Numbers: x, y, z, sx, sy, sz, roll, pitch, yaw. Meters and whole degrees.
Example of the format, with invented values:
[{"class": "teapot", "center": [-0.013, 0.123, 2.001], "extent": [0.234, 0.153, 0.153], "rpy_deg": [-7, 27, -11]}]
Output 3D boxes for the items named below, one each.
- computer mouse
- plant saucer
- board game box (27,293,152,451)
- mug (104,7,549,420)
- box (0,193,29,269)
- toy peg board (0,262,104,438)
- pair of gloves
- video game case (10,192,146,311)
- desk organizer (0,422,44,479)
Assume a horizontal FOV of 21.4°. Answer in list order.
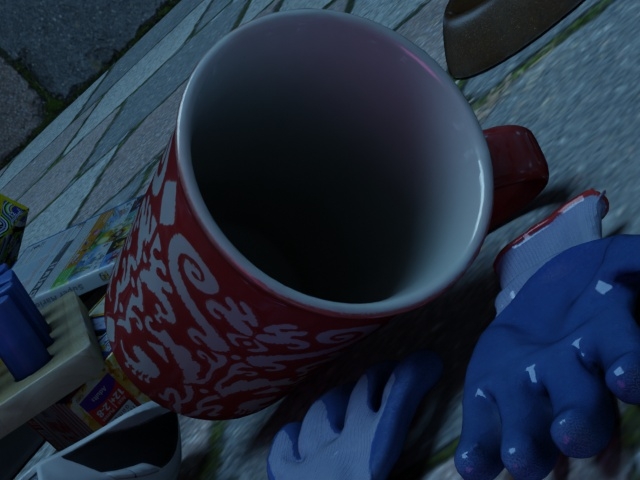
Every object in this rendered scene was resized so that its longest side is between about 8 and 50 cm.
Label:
[{"class": "computer mouse", "center": [-0.105, 0.113, 0.665], "extent": [0.106, 0.042, 0.193], "rpy_deg": [-47, -11, 28]}, {"class": "plant saucer", "center": [0.124, -0.156, 0.910], "extent": [0.168, 0.029, 0.168], "rpy_deg": [-42, 12, 11]}, {"class": "board game box", "center": [-0.074, 0.029, 0.902], "extent": [0.193, 0.045, 0.147], "rpy_deg": [-49, 13, -18]}, {"class": "mug", "center": [-0.004, 0.008, 0.642], "extent": [0.169, 0.150, 0.113], "rpy_deg": [132, 151, -60]}, {"class": "box", "center": [-0.293, 0.033, 1.415], "extent": [0.059, 0.054, 0.169], "rpy_deg": [-57, -7, -44]}, {"class": "toy peg board", "center": [-0.200, 0.061, 0.841], "extent": [0.160, 0.079, 0.161], "rpy_deg": [-34, 13, -5]}, {"class": "pair of gloves", "center": [0.039, 0.054, 0.524], "extent": [0.198, 0.023, 0.159], "rpy_deg": [-37, 14, 19]}, {"class": "video game case", "center": [-0.171, 0.010, 1.248], "extent": [0.166, 0.015, 0.119], "rpy_deg": [-23, 21, 25]}, {"class": "desk organizer", "center": [-0.191, 0.109, 1.017], "extent": [0.130, 0.047, 0.050], "rpy_deg": [-50, 12, -23]}]
